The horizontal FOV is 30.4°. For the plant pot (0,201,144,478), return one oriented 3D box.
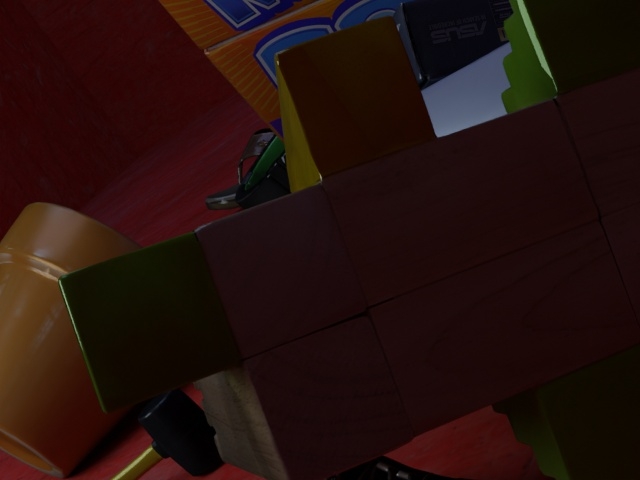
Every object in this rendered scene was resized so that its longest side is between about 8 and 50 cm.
[{"bbox_3d":[-0.233,0.101,1.061,0.205,0.205,0.188,-14,40,60],"label":"plant pot"}]

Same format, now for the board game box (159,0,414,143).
[{"bbox_3d":[0.024,-0.387,1.220,0.356,0.356,0.356,-21,51,19],"label":"board game box"}]

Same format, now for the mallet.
[{"bbox_3d":[-0.143,0.186,0.846,0.190,0.062,0.039,-48,7,17],"label":"mallet"}]

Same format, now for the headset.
[{"bbox_3d":[0.052,-0.162,1.451,0.394,0.185,0.243,-47,12,30],"label":"headset"}]

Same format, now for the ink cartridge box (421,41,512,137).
[{"bbox_3d":[0.155,-0.081,0.751,0.311,0.065,0.186,-29,-19,39],"label":"ink cartridge box"}]

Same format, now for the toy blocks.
[{"bbox_3d":[0.071,0.006,0.556,0.381,0.191,0.261,-20,-1,-15],"label":"toy blocks"}]

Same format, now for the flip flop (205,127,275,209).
[{"bbox_3d":[-0.050,-0.133,1.651,0.277,0.080,0.112,-36,12,0],"label":"flip flop"}]

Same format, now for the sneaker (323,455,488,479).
[{"bbox_3d":[0.024,0.123,0.528,0.158,0.065,0.061,-23,18,47],"label":"sneaker"}]

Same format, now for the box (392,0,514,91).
[{"bbox_3d":[0.148,-0.128,0.833,0.232,0.059,0.183,-13,-11,-13],"label":"box"}]
